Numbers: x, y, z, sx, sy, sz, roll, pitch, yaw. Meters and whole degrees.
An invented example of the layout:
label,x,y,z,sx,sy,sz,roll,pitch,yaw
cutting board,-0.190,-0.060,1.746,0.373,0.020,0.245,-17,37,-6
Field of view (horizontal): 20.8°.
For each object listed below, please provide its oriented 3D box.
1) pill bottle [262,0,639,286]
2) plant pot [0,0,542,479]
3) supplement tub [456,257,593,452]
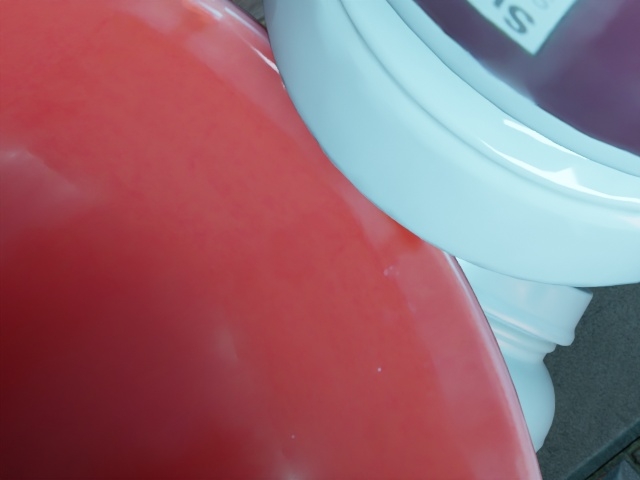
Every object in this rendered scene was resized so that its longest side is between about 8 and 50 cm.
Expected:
label,x,y,z,sx,sy,sz,roll,pitch,yaw
pill bottle,0.122,-0.145,0.391,0.224,0.224,0.392,-38,172,-27
plant pot,-0.107,0.084,0.511,0.243,0.275,0.275,-33,178,30
supplement tub,-0.016,0.120,0.999,0.331,0.241,0.241,-59,171,6
